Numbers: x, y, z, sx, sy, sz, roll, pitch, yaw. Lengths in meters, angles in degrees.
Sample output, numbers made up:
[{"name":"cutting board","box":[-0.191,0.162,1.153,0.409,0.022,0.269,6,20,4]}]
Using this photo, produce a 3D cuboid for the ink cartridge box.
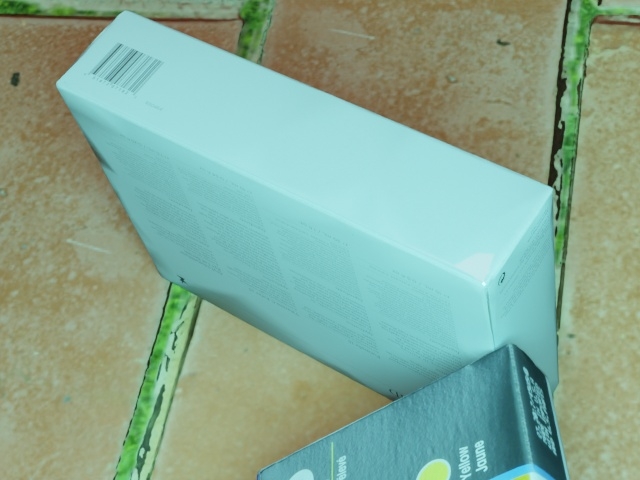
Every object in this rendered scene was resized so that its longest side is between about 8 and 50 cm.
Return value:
[{"name":"ink cartridge box","box":[0.027,0.249,0.778,0.307,0.072,0.303,-30,36,22]}]

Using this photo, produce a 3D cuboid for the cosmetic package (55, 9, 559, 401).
[{"name":"cosmetic package","box":[0.000,0.000,0.968,0.377,0.284,0.097,26,64,25]}]
